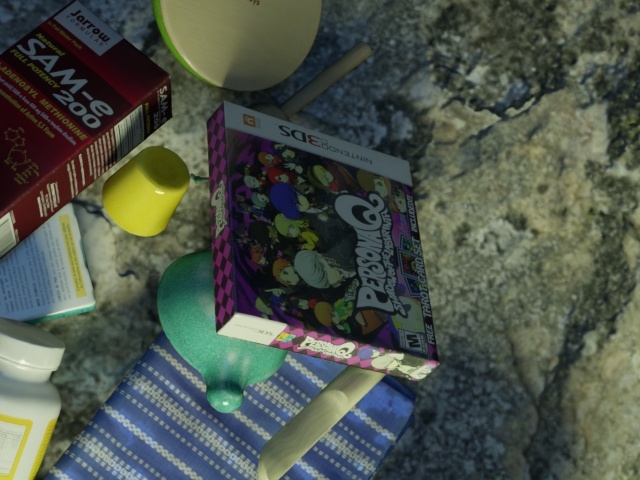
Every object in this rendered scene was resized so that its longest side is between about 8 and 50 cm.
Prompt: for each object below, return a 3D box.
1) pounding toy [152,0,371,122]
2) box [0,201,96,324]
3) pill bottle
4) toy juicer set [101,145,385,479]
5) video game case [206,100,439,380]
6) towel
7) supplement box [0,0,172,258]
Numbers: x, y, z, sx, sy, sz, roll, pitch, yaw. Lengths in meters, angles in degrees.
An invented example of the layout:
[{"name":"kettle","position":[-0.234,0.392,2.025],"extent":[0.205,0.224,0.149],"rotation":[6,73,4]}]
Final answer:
[{"name":"pounding toy","position":[-0.087,-0.214,1.285],"extent":[0.183,0.110,0.237],"rotation":[-50,121,-23]},{"name":"box","position":[-0.334,0.042,1.213],"extent":[0.244,0.060,0.101],"rotation":[-13,84,-11]},{"name":"pill bottle","position":[-0.287,0.165,1.162],"extent":[0.103,0.103,0.184],"rotation":[20,94,-6]},{"name":"toy juicer set","position":[-0.053,0.061,1.212],"extent":[0.209,0.089,0.329],"rotation":[-9,65,-42]},{"name":"video game case","position":[0.000,0.000,1.202],"extent":[0.210,0.042,0.232],"rotation":[16,50,-28]},{"name":"towel","position":[-0.086,0.202,1.206],"extent":[0.243,0.040,0.336],"rotation":[38,64,-1]},{"name":"supplement box","position":[-0.262,-0.097,1.202],"extent":[0.130,0.073,0.239],"rotation":[39,65,15]}]
